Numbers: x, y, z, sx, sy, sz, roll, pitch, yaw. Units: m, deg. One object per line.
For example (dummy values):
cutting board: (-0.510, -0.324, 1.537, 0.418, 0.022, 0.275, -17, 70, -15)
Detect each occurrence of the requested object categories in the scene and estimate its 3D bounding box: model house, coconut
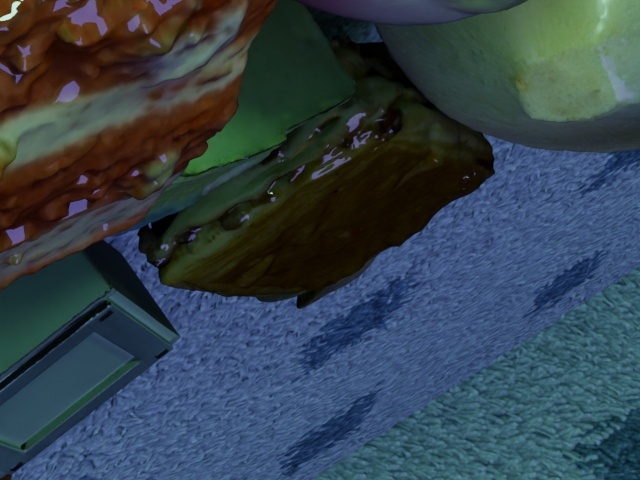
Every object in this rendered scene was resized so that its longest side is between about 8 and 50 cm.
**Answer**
model house: (-0.128, -0.108, 1.384, 0.214, 0.195, 0.189, -32, 173, -38)
coconut: (0.217, -0.219, 1.542, 0.353, 0.352, 0.352, -33, 162, -12)

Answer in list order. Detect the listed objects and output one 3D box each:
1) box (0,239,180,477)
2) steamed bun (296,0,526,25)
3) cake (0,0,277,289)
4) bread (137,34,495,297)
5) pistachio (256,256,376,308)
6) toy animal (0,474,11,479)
box: (-0.271, 0.098, 1.710, 0.225, 0.117, 0.225, -37, 163, 1)
steamed bun: (0.022, -0.255, 1.097, 0.309, 0.309, 0.309, -33, 162, -12)
cake: (-0.207, -0.127, 1.004, 0.269, 0.270, 0.319, -26, 161, -32)
bread: (-0.015, -0.076, 1.676, 0.277, 0.167, 0.324, -36, 160, 23)
pistachio: (0.000, 0.000, 1.970, 0.130, 0.131, 0.206, 20, 136, -17)
toy animal: (-0.400, 0.244, 1.788, 0.169, 0.195, 0.281, 3, 166, 4)
